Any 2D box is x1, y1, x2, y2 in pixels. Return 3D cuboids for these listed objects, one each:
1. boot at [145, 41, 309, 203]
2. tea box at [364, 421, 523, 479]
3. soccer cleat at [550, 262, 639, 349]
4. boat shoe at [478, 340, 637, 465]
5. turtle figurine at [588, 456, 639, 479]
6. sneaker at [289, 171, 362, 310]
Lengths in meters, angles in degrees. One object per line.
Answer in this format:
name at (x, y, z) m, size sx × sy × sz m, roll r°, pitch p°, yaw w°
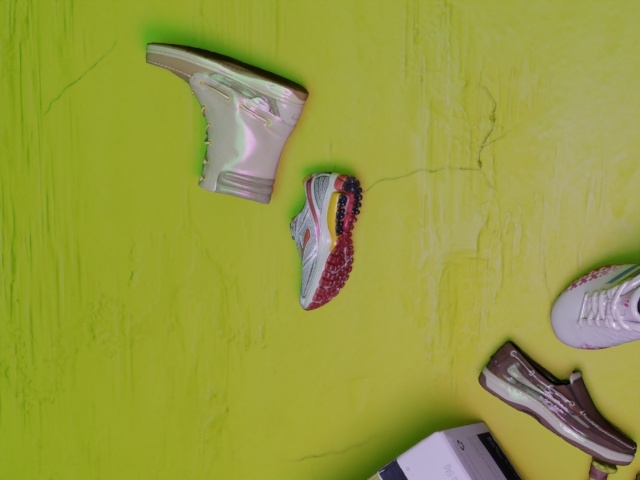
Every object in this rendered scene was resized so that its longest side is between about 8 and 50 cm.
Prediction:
boot at (-0.169, -0.182, 1.734) m, size 0.262 × 0.095 × 0.203 m, roll 20°, pitch 106°, yaw 4°
tea box at (0.178, 0.494, 1.669) m, size 0.323 × 0.220 × 0.329 m, roll -40°, pitch 70°, yaw 18°
soccer cleat at (0.426, 0.084, 1.559) m, size 0.331 × 0.143 × 0.116 m, roll -22°, pitch 80°, yaw 48°
boat shoe at (0.368, 0.239, 1.690) m, size 0.257 × 0.095 × 0.095 m, roll 30°, pitch 100°, yaw 6°
turtle figurine at (0.434, 0.450, 1.712) m, size 0.269 × 0.087 × 0.217 m, roll 28°, pitch 101°, yaw 27°
sneaker at (0.000, 0.000, 1.743) m, size 0.093 × 0.088 × 0.225 m, roll 18°, pitch 105°, yaw 30°
